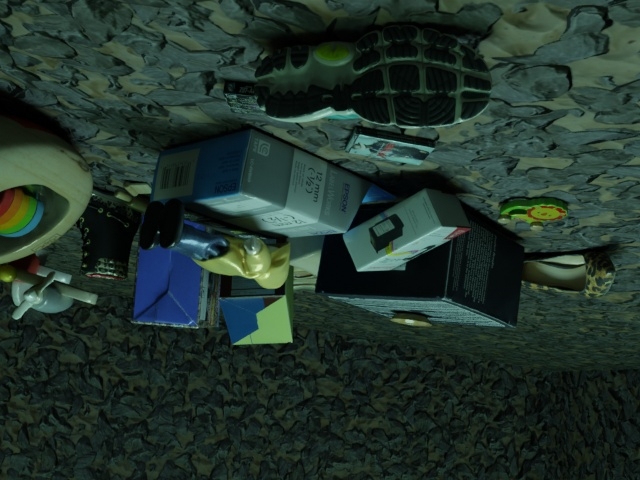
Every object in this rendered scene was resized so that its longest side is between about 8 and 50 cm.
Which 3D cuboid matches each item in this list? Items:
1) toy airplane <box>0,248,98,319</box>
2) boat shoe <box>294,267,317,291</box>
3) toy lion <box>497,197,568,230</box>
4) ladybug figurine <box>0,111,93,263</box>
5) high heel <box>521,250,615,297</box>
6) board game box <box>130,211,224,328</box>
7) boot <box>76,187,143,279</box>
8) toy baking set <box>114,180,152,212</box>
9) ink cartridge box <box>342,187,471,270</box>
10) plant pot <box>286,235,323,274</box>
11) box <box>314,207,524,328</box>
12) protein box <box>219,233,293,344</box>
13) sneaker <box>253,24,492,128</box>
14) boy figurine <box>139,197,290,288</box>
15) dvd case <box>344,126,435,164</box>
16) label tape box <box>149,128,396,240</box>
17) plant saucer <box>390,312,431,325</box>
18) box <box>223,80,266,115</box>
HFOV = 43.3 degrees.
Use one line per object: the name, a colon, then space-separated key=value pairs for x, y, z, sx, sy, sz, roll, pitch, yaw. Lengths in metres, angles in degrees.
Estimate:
toy airplane: x=-0.728 y=0.066 z=1.793 sx=0.384 sy=0.272 sz=0.386 roll=38 pitch=148 yaw=-28
boat shoe: x=-0.041 y=0.050 z=1.919 sx=0.323 sy=0.123 sz=0.120 roll=6 pitch=137 yaw=-3
toy lion: x=0.364 y=-0.051 z=1.373 sx=0.100 sy=0.034 sz=0.096 roll=11 pitch=160 yaw=-11
ladybug figurine: x=-0.544 y=-0.088 z=1.331 sx=0.305 sy=0.162 sz=0.449 roll=-34 pitch=169 yaw=-6
high heel: x=0.481 y=0.068 z=1.652 sx=0.186 sy=0.093 sz=0.261 roll=2 pitch=176 yaw=-2
board game box: x=-0.302 y=0.071 z=1.772 sx=0.141 sy=0.232 sz=0.291 roll=4 pitch=174 yaw=1
boot: x=-0.499 y=-0.020 z=1.701 sx=0.236 sy=0.179 sz=0.085 roll=12 pitch=167 yaw=-21
toy baking set: x=-0.298 y=-0.072 z=1.687 sx=0.196 sy=0.030 sz=0.256 roll=1 pitch=165 yaw=30
ink cartridge box: x=0.146 y=-0.014 z=1.366 sx=0.175 sy=0.072 sz=0.127 roll=-30 pitch=164 yaw=29
plant pot: x=0.000 y=0.000 z=1.666 sx=0.096 sy=0.109 sz=0.109 roll=-15 pitch=157 yaw=31
box: x=0.199 y=0.055 z=1.585 sx=0.296 sy=0.183 sz=0.294 roll=0 pitch=164 yaw=39
protein box: x=-0.131 y=0.086 z=1.722 sx=0.135 sy=0.201 sz=0.200 roll=-2 pitch=144 yaw=2
sneaker: x=0.061 y=-0.180 z=0.904 sx=0.275 sy=0.107 sz=0.110 roll=7 pitch=-173 yaw=26
boy figurine: x=-0.148 y=0.013 z=1.333 sx=0.285 sy=0.092 sz=0.177 roll=18 pitch=164 yaw=-41
dvd case: x=0.101 y=-0.138 z=1.189 sx=0.119 sy=0.013 sz=0.087 roll=11 pitch=167 yaw=-7
label tape box: x=-0.076 y=-0.068 z=1.386 sx=0.249 sy=0.115 sz=0.347 roll=-5 pitch=160 yaw=45
plant saucer: x=0.180 y=0.156 z=1.601 sx=0.083 sy=0.015 sz=0.083 roll=8 pitch=169 yaw=2
box: x=-0.083 y=-0.187 z=1.076 sx=0.083 sy=0.018 sz=0.067 roll=7 pitch=167 yaw=6
